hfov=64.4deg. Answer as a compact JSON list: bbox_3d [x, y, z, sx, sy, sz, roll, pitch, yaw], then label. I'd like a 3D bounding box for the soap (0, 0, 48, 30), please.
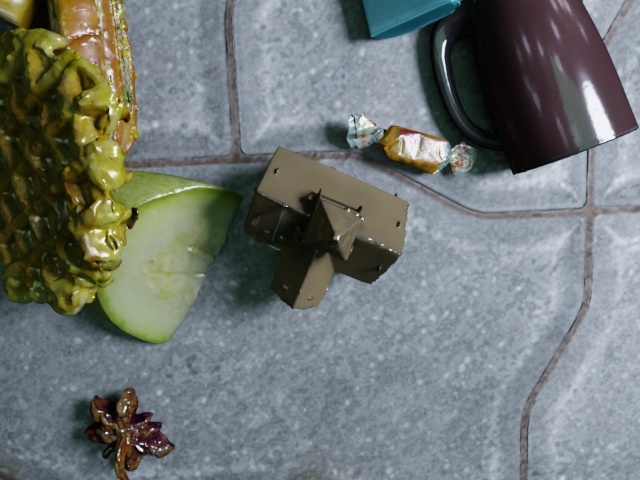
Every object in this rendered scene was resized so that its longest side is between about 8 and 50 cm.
[{"bbox_3d":[-0.424,-0.324,0.552,0.160,0.257,0.080,37,100,38],"label":"soap"}]

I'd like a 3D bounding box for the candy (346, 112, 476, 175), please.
[{"bbox_3d":[0.117,-0.124,0.673,0.181,0.046,0.053,15,93,-9],"label":"candy"}]

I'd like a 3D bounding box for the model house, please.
[{"bbox_3d":[0.000,0.000,0.580,0.180,0.248,0.176,23,96,-4],"label":"model house"}]

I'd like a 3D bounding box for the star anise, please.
[{"bbox_3d":[-0.254,0.292,0.697,0.097,0.070,0.191,-33,100,-1],"label":"star anise"}]

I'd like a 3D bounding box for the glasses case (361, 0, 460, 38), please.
[{"bbox_3d":[0.084,-0.413,0.609,0.117,0.070,0.301,-8,99,39],"label":"glasses case"}]

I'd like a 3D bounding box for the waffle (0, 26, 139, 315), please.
[{"bbox_3d":[-0.316,-0.067,0.573,0.301,0.068,0.325,28,116,26],"label":"waffle"}]

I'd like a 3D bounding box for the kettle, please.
[{"bbox_3d":[0.254,-0.209,0.637,0.201,0.144,0.233,-21,91,31],"label":"kettle"}]

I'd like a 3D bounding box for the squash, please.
[{"bbox_3d":[-0.262,-0.007,0.684,0.204,0.155,0.237,23,95,-42],"label":"squash"}]

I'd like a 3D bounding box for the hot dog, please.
[{"bbox_3d":[-0.272,-0.232,0.605,0.072,0.115,0.269,-2,101,16],"label":"hot dog"}]
